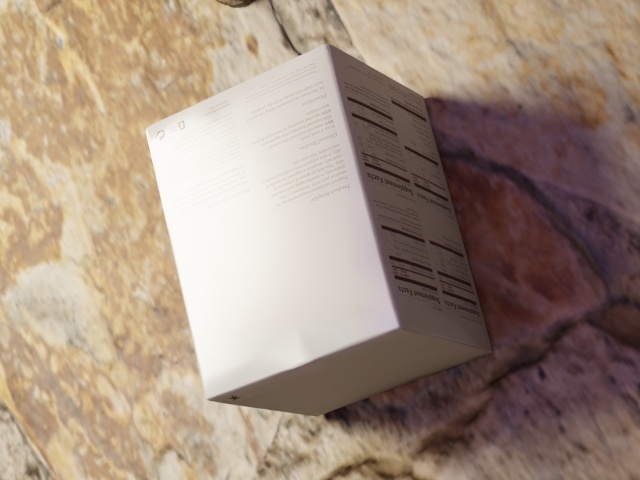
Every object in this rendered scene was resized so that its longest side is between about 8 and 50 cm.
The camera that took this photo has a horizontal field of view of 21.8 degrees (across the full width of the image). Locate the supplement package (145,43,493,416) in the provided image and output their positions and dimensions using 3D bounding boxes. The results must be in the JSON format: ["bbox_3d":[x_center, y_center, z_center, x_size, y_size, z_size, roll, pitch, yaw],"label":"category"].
[{"bbox_3d":[0.000,0.000,1.502,0.199,0.198,0.262,-22,70,24],"label":"supplement package"}]

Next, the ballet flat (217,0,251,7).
[{"bbox_3d":[-0.138,-0.344,1.725,0.084,0.058,0.250,-36,65,19],"label":"ballet flat"}]
